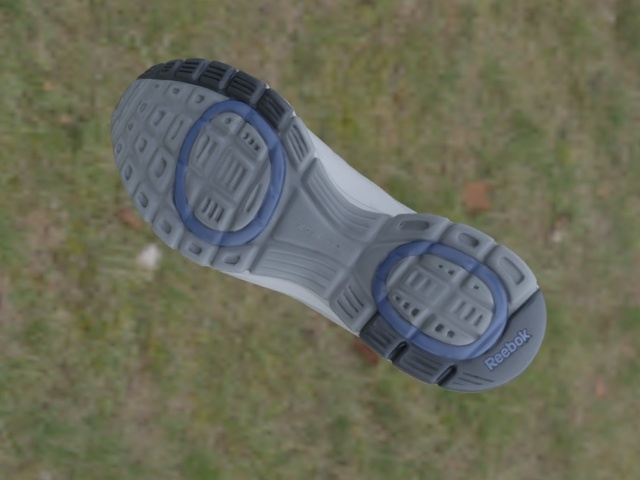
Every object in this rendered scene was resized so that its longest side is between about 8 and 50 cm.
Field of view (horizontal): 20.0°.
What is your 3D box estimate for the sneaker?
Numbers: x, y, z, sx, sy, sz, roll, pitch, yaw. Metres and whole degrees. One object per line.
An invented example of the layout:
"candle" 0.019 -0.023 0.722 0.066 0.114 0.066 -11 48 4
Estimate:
"sneaker" 0.000 0.000 1.072 0.111 0.297 0.129 -53 165 -2
